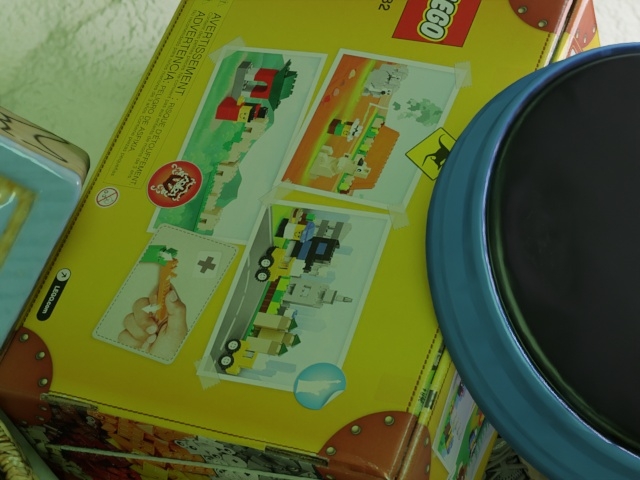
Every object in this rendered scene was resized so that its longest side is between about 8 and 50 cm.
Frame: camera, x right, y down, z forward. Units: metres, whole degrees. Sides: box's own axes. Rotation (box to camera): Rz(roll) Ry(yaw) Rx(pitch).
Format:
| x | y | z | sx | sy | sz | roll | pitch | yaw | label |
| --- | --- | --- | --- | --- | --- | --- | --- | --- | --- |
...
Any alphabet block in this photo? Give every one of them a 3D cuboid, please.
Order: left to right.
| x | y | z | sx | sy | sz | roll | pitch | yaw | label |
| --- | --- | --- | --- | --- | --- | --- | --- | --- | --- |
| -0.320 | -0.023 | 1.512 | 0.192 | 0.197 | 0.193 | 30 | 96 | -8 | alphabet block |

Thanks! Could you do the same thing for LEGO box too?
| x | y | z | sx | sy | sz | roll | pitch | yaw | label |
| --- | --- | --- | --- | --- | --- | --- | --- | --- | --- |
| 0.000 | 0.000 | 1.541 | 0.372 | 0.193 | 0.500 | 11 | 60 | 23 | LEGO box |

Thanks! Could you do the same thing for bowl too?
| x | y | z | sx | sy | sz | roll | pitch | yaw | label |
| --- | --- | --- | --- | --- | --- | --- | --- | --- | --- |
| 0.276 | 0.021 | 1.387 | 0.391 | 0.077 | 0.391 | 7 | 67 | -17 | bowl |

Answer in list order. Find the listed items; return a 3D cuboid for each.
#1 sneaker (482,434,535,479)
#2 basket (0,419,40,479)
| x | y | z | sx | sy | sz | roll | pitch | yaw | label |
| --- | --- | --- | --- | --- | --- | --- | --- | --- | --- |
| 0.156 | 0.208 | 1.556 | 0.086 | 0.132 | 0.229 | -25 | 69 | -19 | sneaker |
| -0.364 | 0.189 | 1.425 | 0.299 | 0.223 | 0.213 | 41 | 81 | 14 | basket |
